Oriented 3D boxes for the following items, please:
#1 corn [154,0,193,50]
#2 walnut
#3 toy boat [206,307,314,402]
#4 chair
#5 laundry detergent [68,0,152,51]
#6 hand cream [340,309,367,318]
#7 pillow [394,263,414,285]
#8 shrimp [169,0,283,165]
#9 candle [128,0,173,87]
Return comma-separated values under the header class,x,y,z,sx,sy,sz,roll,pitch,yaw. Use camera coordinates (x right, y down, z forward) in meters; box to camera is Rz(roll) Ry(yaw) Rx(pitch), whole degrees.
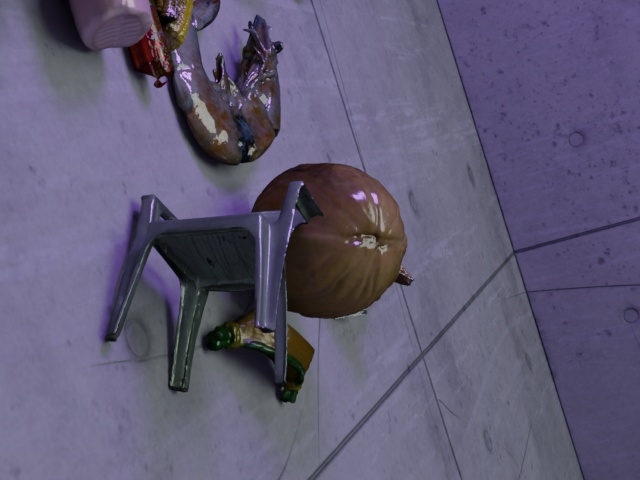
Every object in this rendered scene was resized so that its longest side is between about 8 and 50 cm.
class,x,y,z,sx,sy,sz,roll,pitch,yaw
corn,-0.206,-0.347,1.414,0.072,0.072,0.203,49,32,-48
walnut,0.000,0.000,1.441,0.225,0.261,0.224,2,86,-37
toy boat,-0.074,0.149,1.383,0.088,0.089,0.229,-57,142,-12
chair,-0.109,0.030,1.209,0.190,0.204,0.274,64,28,-54
laundry detergent,-0.281,-0.397,1.195,0.159,0.088,0.335,152,-78,-73
hand cream,0.029,0.030,1.767,0.067,0.043,0.209,-7,78,-32
pillow,0.052,-0.009,1.687,0.232,0.043,0.126,45,-12,-25
shrimp,-0.136,-0.258,1.533,0.247,0.085,0.360,53,31,-29
candle,-0.225,-0.259,1.323,0.052,0.052,0.130,-16,88,-70
